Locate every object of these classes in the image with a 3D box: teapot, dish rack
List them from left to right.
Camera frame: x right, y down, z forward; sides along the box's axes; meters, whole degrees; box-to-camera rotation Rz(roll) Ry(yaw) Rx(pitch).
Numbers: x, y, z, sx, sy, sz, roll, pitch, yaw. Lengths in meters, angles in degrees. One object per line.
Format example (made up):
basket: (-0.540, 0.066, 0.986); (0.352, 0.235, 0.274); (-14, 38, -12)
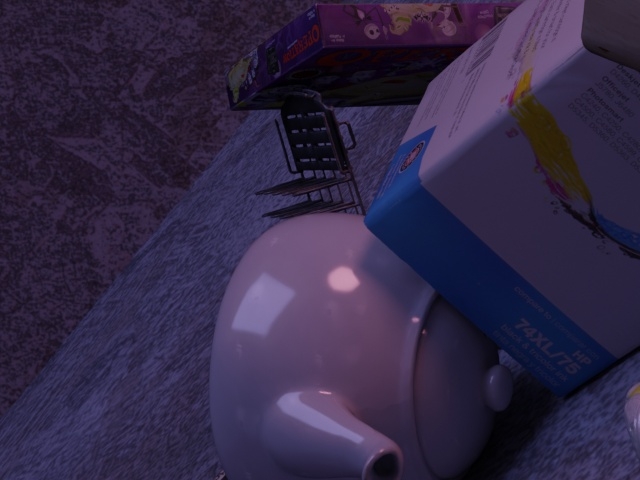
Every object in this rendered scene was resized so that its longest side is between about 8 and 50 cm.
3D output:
dish rack: (0.000, 0.000, 1.740); (0.074, 0.272, 0.208); (-18, 6, -15)
teapot: (0.051, 0.097, 1.397); (0.187, 0.252, 0.256); (1, 63, 25)

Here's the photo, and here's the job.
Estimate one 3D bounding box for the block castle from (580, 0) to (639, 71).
block castle: (0.349, -0.166, 0.835); (0.213, 0.303, 0.453); (27, 80, 43)

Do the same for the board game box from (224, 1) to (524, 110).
board game box: (0.108, -0.173, 1.814); (0.208, 0.346, 0.056); (-34, 63, 60)

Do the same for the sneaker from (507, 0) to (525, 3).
sneaker: (0.284, -0.292, 1.983); (0.279, 0.118, 0.107); (-36, 40, -30)

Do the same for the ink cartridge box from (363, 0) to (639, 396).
ink cartridge box: (0.207, -0.072, 1.331); (0.270, 0.197, 0.198); (-40, 15, 37)

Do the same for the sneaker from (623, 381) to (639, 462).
sneaker: (0.232, 0.115, 0.990); (0.126, 0.091, 0.240); (-27, 16, 10)

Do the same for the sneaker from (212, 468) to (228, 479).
sneaker: (-0.070, 0.258, 1.501); (0.146, 0.102, 0.293); (-29, 23, 56)
